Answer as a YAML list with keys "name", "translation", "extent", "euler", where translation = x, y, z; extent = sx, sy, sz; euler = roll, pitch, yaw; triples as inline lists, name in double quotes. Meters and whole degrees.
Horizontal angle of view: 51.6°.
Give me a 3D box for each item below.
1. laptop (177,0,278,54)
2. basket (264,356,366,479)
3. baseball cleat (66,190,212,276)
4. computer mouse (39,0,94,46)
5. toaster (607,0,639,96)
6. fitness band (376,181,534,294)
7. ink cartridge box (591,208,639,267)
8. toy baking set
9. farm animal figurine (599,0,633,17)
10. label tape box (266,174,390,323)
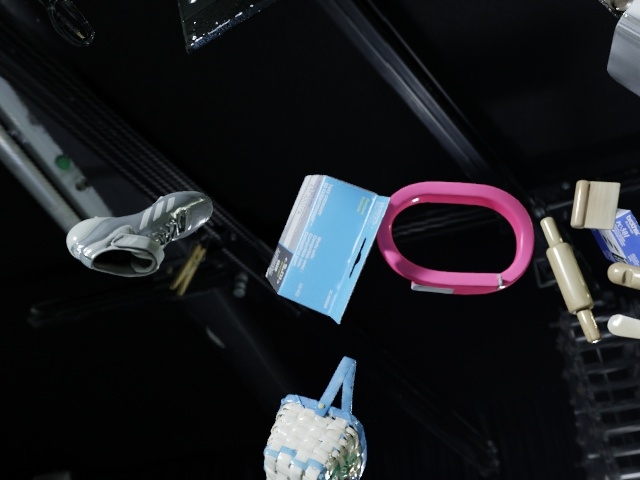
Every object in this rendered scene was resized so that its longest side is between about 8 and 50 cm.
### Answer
- name: "laptop"
  translation: [-0.089, -0.403, 1.006]
  extent: [0.234, 0.265, 0.136]
  euler: [-25, -28, 20]
- name: "basket"
  translation: [0.005, 0.421, 1.397]
  extent: [0.201, 0.289, 0.255]
  euler: [13, -48, 16]
- name: "baseball cleat"
  translation: [-0.207, -0.002, 0.836]
  extent: [0.205, 0.109, 0.072]
  euler: [-23, -46, -37]
- name: "computer mouse"
  translation: [-0.435, -0.373, 0.960]
  extent: [0.242, 0.071, 0.041]
  euler: [34, -30, -23]
- name: "toaster"
  translation: [0.408, -0.242, 0.713]
  extent: [0.168, 0.110, 0.185]
  euler: [-55, -20, 6]
- name: "fitness band"
  translation: [0.247, -0.008, 1.220]
  extent: [0.290, 0.209, 0.054]
  euler: [3, -21, 0]
- name: "ink cartridge box"
  translation: [0.531, -0.006, 1.182]
  extent: [0.046, 0.207, 0.097]
  euler: [-29, -91, 13]
- name: "toy baking set"
  translation: [0.366, 0.030, 0.751]
  extent: [0.196, 0.256, 0.030]
  euler: [-23, -26, 30]
- name: "farm animal figurine"
  translation: [0.519, -0.483, 0.987]
  extent: [0.172, 0.330, 0.327]
  euler: [16, -67, -50]
- name: "label tape box"
  translation: [0.000, 0.000, 1.274]
  extent: [0.105, 0.333, 0.241]
  euler: [22, -89, -12]
